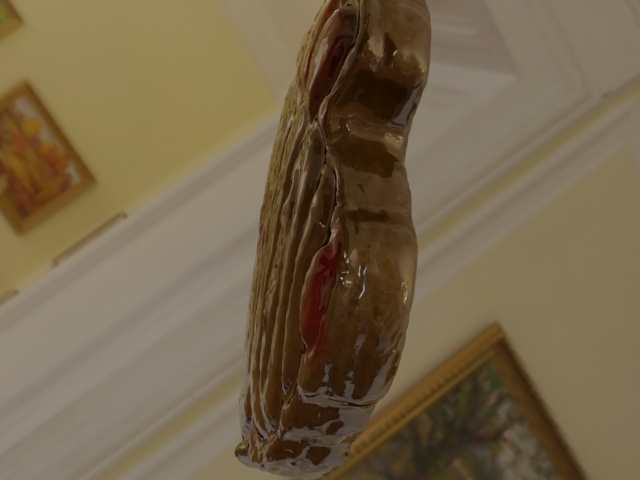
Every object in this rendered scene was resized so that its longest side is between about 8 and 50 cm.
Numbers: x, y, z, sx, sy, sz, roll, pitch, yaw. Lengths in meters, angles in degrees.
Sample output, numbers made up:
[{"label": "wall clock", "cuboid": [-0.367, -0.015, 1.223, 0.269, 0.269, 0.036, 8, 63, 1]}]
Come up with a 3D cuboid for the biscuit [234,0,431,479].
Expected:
[{"label": "biscuit", "cuboid": [0.000, 0.000, 0.922, 0.381, 0.074, 0.359, -115, -146, -80]}]
